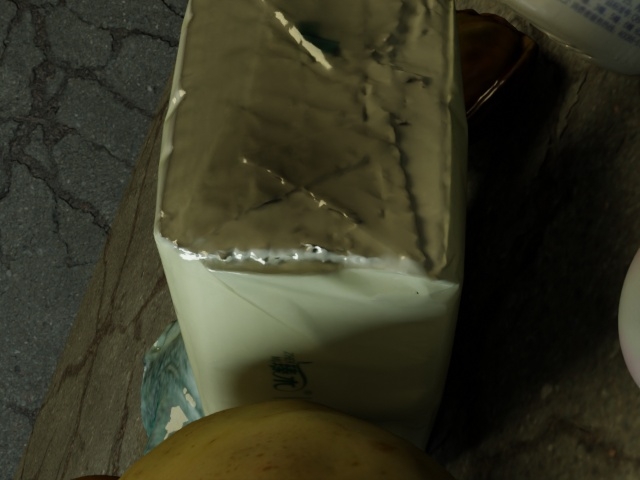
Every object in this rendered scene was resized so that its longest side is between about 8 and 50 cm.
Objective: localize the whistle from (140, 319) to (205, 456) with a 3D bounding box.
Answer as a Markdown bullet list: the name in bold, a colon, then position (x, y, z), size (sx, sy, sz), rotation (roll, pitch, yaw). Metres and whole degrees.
- **whistle**: position (-0.070, 0.089, 1.080), size (0.168, 0.188, 0.405), rotation (-41, 34, 51)

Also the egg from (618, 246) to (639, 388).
- **egg**: position (0.220, 0.035, 0.543), size (0.103, 0.103, 0.135), rotation (6, 75, 68)

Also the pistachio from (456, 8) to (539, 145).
- **pistachio**: position (0.122, -0.153, 0.931), size (0.210, 0.130, 0.165), rotation (-1, 66, 59)

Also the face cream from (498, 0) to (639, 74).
- **face cream**: position (0.184, -0.213, 0.722), size (0.111, 0.206, 0.206), rotation (-59, 23, 25)

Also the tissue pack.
- **tissue pack**: position (0.000, 0.000, 0.790), size (0.380, 0.207, 0.297), rotation (88, -175, -58)

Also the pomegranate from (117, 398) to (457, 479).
- **pomegranate**: position (-0.032, 0.261, 0.635), size (0.319, 0.319, 0.319), rotation (-51, 27, 39)

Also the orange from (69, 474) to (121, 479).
- **orange**: position (-0.304, 0.421, 1.335), size (0.206, 0.206, 0.206), rotation (-51, 27, 39)
